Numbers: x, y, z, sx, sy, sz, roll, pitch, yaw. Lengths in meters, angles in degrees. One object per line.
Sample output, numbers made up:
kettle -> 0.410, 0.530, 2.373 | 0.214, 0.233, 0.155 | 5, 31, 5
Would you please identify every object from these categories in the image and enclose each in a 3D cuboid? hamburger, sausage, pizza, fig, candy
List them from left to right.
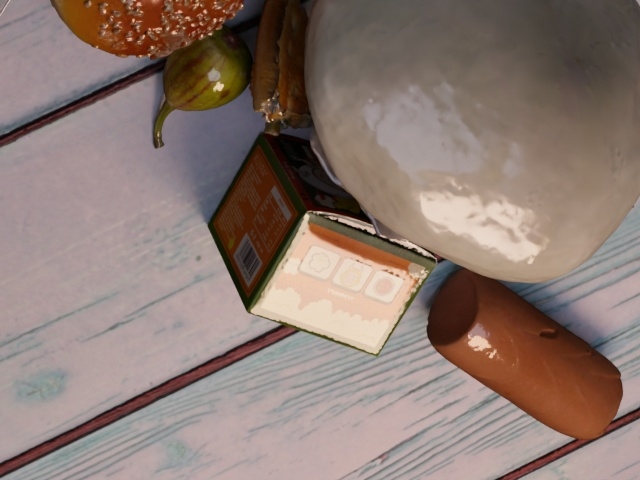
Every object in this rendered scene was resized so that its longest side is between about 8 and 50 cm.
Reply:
hamburger -> -0.167, -0.279, 1.538 | 0.237, 0.147, 0.237 | -15, 137, -15
fig -> -0.138, -0.155, 1.668 | 0.093, 0.093, 0.166 | 25, 107, -30
pizza -> -0.034, -0.177, 1.691 | 0.052, 0.185, 0.195 | 1, 154, 18
candy -> 0.176, -0.162, 1.636 | 0.427, 0.186, 0.386 | 12, 80, -26
sausage -> 0.265, 0.151, 1.971 | 0.304, 0.121, 0.121 | 34, 104, -31

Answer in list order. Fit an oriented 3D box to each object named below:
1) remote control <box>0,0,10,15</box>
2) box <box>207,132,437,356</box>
remote control -> -0.344, -0.282, 1.554 | 0.103, 0.034, 0.250 | 28, 107, -30
box -> 0.000, 0.000, 1.744 | 0.177, 0.195, 0.148 | 20, 111, -27
